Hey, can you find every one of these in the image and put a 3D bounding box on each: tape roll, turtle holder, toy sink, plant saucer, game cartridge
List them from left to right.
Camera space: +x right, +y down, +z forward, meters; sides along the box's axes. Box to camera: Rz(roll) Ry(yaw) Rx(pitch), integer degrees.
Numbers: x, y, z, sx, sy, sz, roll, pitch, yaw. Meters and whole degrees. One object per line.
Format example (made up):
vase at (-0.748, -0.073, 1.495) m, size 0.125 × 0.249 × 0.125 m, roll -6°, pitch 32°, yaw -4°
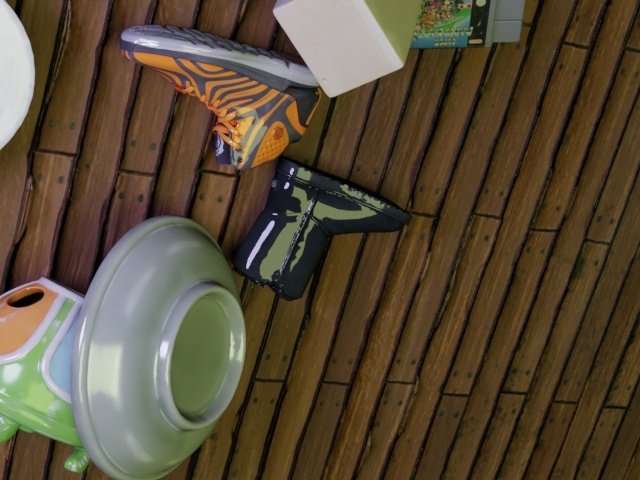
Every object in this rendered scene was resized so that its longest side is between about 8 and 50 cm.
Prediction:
tape roll at (-0.524, -0.229, 1.572) m, size 0.286 × 0.100 × 0.286 m, roll -10°, pitch 117°, yaw -20°
turtle holder at (-0.369, 0.196, 1.754) m, size 0.320 × 0.243 × 0.227 m, roll 29°, pitch 83°, yaw -18°
plant saucer at (-0.204, 0.164, 1.756) m, size 0.400 × 0.101 × 0.400 m, roll -22°, pitch 115°, yaw -60°
toy sink at (0.041, -0.335, 1.677) m, size 0.131 × 0.234 × 0.152 m, roll -20°, pitch 122°, yaw 27°
game cartridge at (0.156, -0.403, 1.814) m, size 0.355 × 0.068 × 0.230 m, roll -5°, pitch 111°, yaw -21°

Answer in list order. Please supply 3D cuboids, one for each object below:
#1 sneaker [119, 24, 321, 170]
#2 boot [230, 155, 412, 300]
sneaker at (-0.149, -0.197, 1.734) m, size 0.321 × 0.124 × 0.180 m, roll 11°, pitch 107°, yaw -27°
boot at (0.000, 0.000, 1.905) m, size 0.247 × 0.094 × 0.207 m, roll 20°, pitch 100°, yaw -23°
